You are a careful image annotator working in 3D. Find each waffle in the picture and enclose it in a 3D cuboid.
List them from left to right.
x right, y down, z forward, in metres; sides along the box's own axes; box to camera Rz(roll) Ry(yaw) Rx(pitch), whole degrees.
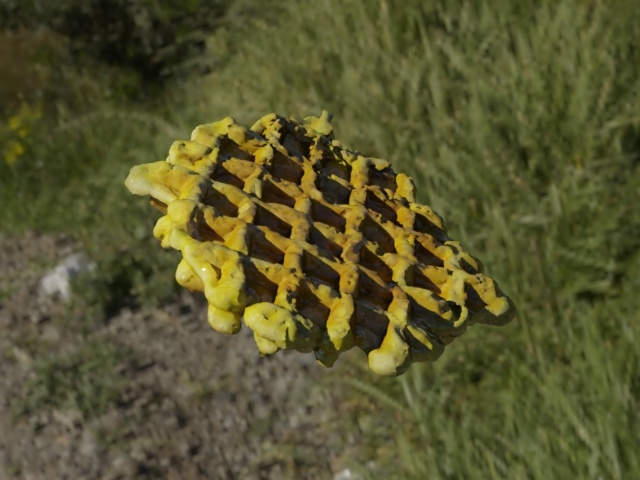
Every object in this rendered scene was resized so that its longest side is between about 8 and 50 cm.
[{"bbox_3d":[0.000,0.000,1.045,0.237,0.059,0.243,-4,41,-44],"label":"waffle"}]
